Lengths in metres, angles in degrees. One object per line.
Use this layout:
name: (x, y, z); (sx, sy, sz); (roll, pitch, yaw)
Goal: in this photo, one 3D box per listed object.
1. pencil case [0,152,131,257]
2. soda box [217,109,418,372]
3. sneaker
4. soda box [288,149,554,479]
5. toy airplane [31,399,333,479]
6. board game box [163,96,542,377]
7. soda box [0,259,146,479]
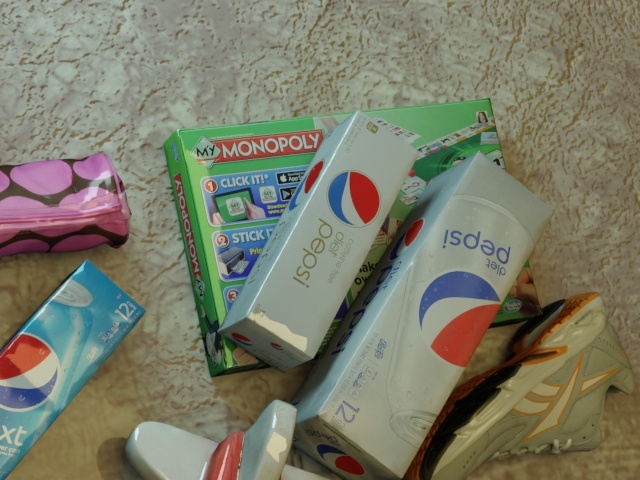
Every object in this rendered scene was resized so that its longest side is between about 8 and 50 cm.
pencil case: (-0.254, -0.022, 1.249); (0.209, 0.098, 0.095); (-8, 89, -25)
soda box: (0.000, 0.000, 1.315); (0.069, 0.074, 0.216); (33, 66, -12)
sneaker: (0.192, 0.160, 1.397); (0.262, 0.099, 0.121); (-38, 97, -26)
soda box: (0.082, 0.066, 1.321); (0.091, 0.098, 0.286); (38, 65, -11)
toy airplane: (-0.069, 0.295, 1.144); (0.386, 0.272, 0.384); (-26, 84, -25)
board game box: (0.033, -0.009, 1.399); (0.317, 0.046, 0.213); (-8, 79, -25)
soda box: (-0.234, 0.116, 1.235); (0.067, 0.071, 0.210); (42, 64, -8)
